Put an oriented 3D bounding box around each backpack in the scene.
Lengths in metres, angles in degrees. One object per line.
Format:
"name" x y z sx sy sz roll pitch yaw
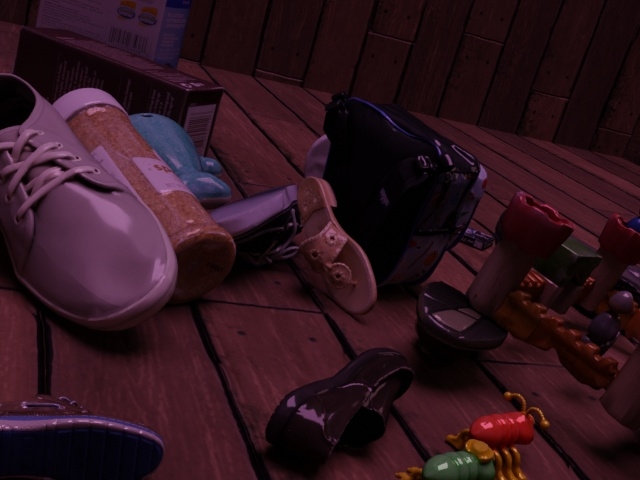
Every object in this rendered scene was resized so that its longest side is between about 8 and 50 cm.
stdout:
"backpack" 0.108 -0.062 1.283 0.213 0.263 0.276 9 25 -40

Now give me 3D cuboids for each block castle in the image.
"block castle" 0.437 0.070 1.117 0.303 0.212 0.453 41 21 32

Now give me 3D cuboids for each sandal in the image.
"sandal" -0.004 0.004 1.173 0.079 0.088 0.240 10 46 -40
"sandal" 0.183 0.118 1.113 0.120 0.086 0.303 34 6 11

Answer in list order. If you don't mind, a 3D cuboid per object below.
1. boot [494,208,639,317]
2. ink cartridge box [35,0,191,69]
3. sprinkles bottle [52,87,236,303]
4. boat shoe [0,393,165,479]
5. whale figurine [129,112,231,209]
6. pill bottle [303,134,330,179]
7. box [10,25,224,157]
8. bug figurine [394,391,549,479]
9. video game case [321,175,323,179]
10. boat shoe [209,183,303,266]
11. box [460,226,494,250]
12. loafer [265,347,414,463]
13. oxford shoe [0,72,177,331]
"boot" 0.501 0.056 1.541 0.223 0.118 0.338 0 35 -47
"ink cartridge box" -0.429 -0.435 1.695 0.270 0.395 0.151 19 18 6
"sprinkles bottle" -0.252 -0.068 1.107 0.121 0.121 0.355 -2 39 -44
"boat shoe" -0.220 0.157 0.673 0.183 0.066 0.066 10 18 -19
"whale figurine" -0.248 -0.119 1.283 0.216 0.141 0.272 -10 21 -35
"pill bottle" 0.101 -0.152 1.683 0.169 0.169 0.301 23 20 20
"box" -0.387 -0.252 1.533 0.382 0.191 0.143 23 19 16
"bug figurine" 0.212 0.244 0.777 0.216 0.072 0.279 -1 25 -42
"video game case" 0.068 -0.090 1.502 0.143 0.157 0.019 23 -2 19
"boat shoe" -0.086 -0.016 1.229 0.113 0.104 0.306 -15 6 7
"box" 0.305 -0.008 1.672 0.083 0.018 0.067 24 20 24
"loafer" 0.036 0.177 0.838 0.078 0.080 0.220 37 31 25
"oxford shoe" -0.324 -0.058 0.973 0.169 0.130 0.449 -35 54 -14
